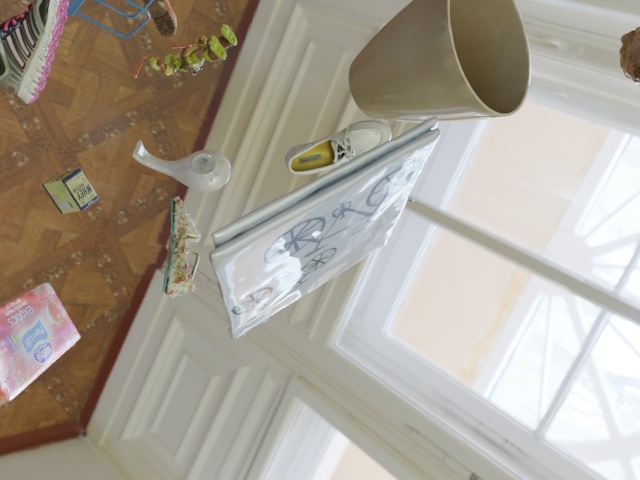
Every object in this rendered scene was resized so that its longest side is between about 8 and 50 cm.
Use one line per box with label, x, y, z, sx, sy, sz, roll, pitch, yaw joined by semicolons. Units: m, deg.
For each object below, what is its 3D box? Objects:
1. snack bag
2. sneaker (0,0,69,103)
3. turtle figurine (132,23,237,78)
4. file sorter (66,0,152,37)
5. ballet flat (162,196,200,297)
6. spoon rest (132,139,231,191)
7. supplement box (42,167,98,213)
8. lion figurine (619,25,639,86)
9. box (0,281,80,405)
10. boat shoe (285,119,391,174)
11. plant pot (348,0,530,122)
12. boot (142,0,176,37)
snack bag;0.000;0.000;0.781;0.323;0.037;0.342;-31;162;-17
sneaker;-0.356;-0.249;0.674;0.074;0.063;0.170;22;122;-22
turtle figurine;-0.327;-0.459;1.414;0.269;0.217;0.087;-52;127;-49
file sorter;-0.321;-0.437;0.911;0.104;0.118;0.170;21;72;-36
ballet flat;-0.314;0.016;1.291;0.077;0.241;0.091;5;160;-16
spoon rest;-0.395;-0.219;1.633;0.084;0.276;0.137;104;1;-68
supplement box;-0.580;-0.114;1.311;0.056;0.083;0.083;-57;132;-46
lion figurine;0.631;-0.187;0.821;0.240;0.392;0.142;-27;174;11
box;-0.586;0.199;1.023;0.154;0.300;0.142;-27;100;2
boat shoe;0.061;-0.295;1.828;0.367;0.156;0.136;-15;109;1
plant pot;0.192;-0.319;1.023;0.256;0.274;0.257;5;82;-42
boot;-0.396;-0.581;1.381;0.059;0.085;0.158;-15;116;4
